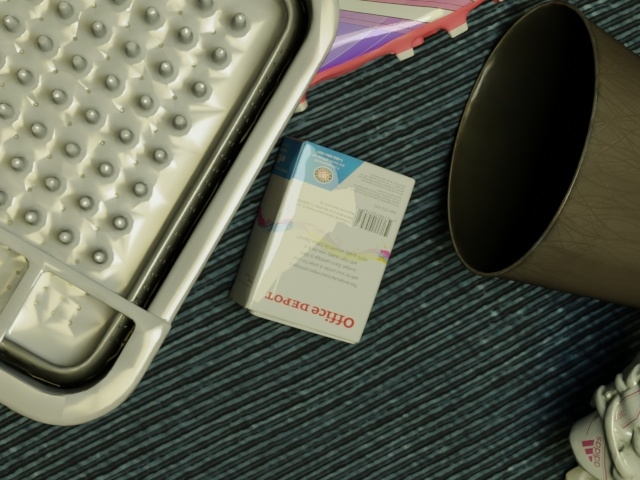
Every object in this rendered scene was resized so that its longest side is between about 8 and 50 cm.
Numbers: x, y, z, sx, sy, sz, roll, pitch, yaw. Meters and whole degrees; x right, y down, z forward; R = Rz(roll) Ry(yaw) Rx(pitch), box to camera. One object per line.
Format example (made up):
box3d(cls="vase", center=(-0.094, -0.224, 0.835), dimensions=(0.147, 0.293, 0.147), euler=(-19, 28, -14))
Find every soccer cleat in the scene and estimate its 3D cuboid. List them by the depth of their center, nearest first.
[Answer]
box3d(cls="soccer cleat", center=(0.020, -0.158, 1.128), dimensions=(0.248, 0.083, 0.095), euler=(-29, 103, -11))
box3d(cls="soccer cleat", center=(0.252, 0.117, 1.158), dimensions=(0.143, 0.116, 0.331), euler=(-6, 144, -8))

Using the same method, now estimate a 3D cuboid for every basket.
box3d(cls="basket", center=(0.226, -0.034, 1.185), dimensions=(0.227, 0.154, 0.204), euler=(22, 65, -27))

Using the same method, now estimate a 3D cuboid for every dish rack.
box3d(cls="dish rack", center=(-0.175, -0.084, 1.038), dimensions=(0.285, 0.072, 0.333), euler=(30, 88, -1))

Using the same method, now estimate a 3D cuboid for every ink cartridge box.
box3d(cls="ink cartridge box", center=(0.000, 0.000, 1.158), dimensions=(0.088, 0.052, 0.122), euler=(19, 91, -21))
